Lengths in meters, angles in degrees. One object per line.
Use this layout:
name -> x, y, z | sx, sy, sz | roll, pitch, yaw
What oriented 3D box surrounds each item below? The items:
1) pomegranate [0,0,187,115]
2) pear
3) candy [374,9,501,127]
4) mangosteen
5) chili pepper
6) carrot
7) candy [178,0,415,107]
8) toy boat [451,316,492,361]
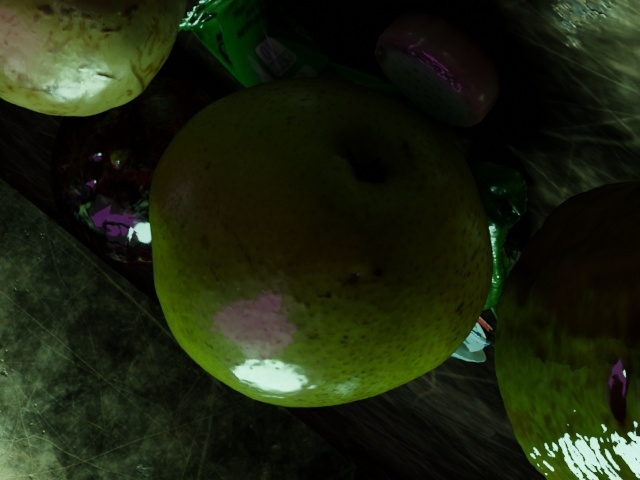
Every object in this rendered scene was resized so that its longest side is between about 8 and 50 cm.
pomegranate -> -0.220, -0.220, 1.234 | 0.215, 0.215, 0.215 | 35, 167, 9
pear -> 0.000, 0.000, 1.165 | 0.294, 0.294, 0.294 | 35, 167, 9
candy -> 0.091, -0.132, 1.096 | 0.103, 0.043, 0.103 | 38, 167, 10
mangosteen -> -0.168, -0.075, 1.659 | 0.289, 0.231, 0.231 | 13, -177, -35
chili pepper -> 0.151, 0.001, 1.328 | 0.100, 0.074, 0.257 | 33, 166, 19
carrot -> 0.248, 0.074, 0.971 | 0.241, 0.241, 0.340 | 40, 165, -12
candy -> -0.024, -0.151, 1.266 | 0.203, 0.078, 0.141 | 35, 168, -15
toy boat -> 0.180, 0.115, 1.771 | 0.105, 0.034, 0.149 | 47, 152, -25
